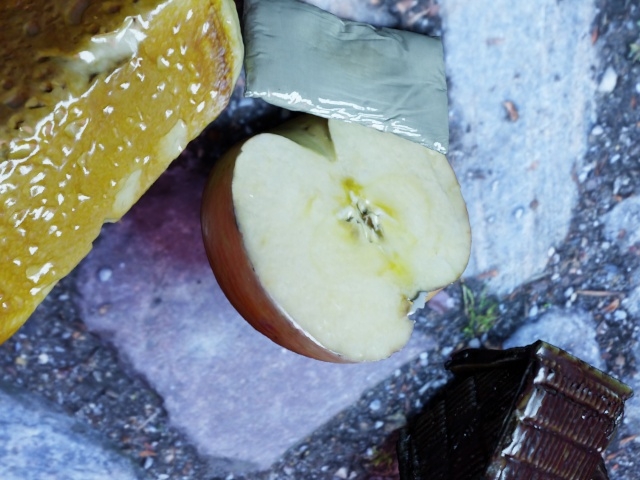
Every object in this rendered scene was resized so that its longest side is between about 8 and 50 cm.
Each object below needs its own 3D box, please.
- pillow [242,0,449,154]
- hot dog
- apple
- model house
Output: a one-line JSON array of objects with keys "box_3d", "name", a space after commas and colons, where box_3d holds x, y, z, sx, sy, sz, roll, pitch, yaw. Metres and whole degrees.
[{"box_3d": [0.026, -0.168, 1.030, 0.229, 0.148, 0.050, 11, 140, -24], "name": "pillow"}, {"box_3d": [-0.261, -0.104, 0.894, 0.405, 0.223, 0.185, -50, 148, -20], "name": "hot dog"}, {"box_3d": [0.000, 0.000, 1.070, 0.293, 0.163, 0.251, -31, 91, -39], "name": "apple"}, {"box_3d": [0.273, 0.274, 1.304, 0.317, 0.297, 0.282, 32, 112, -31], "name": "model house"}]
